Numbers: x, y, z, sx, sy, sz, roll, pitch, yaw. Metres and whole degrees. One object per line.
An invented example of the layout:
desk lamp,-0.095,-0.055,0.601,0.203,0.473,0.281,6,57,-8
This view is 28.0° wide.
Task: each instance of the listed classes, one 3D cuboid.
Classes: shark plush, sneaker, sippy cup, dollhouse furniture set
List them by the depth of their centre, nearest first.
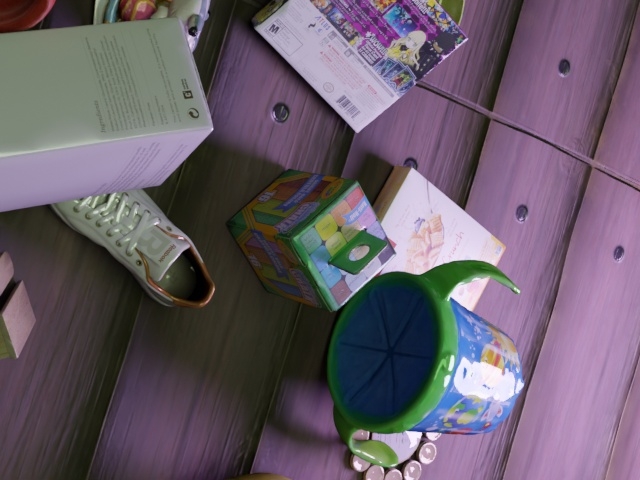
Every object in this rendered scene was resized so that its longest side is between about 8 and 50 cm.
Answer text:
dollhouse furniture set,-0.445,0.070,1.544,0.151,0.123,0.144,-13,107,3
sneaker,-0.234,-0.022,1.623,0.290,0.123,0.106,46,72,-29
shark plush,-0.161,-0.298,1.627,0.067,0.073,0.161,57,41,-57
sippy cup,0.167,0.183,1.869,0.224,0.305,0.240,20,55,-39

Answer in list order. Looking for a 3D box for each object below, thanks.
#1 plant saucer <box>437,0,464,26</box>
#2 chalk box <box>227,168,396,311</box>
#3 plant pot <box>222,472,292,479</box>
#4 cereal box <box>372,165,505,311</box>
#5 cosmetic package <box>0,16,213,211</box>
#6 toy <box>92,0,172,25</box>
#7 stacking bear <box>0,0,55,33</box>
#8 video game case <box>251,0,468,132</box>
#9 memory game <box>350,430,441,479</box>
plant saucer,0.108,-0.363,1.867,0.241,0.037,0.241,-6,101,-35
chalk box,0.000,0.000,1.734,0.132,0.213,0.132,-42,118,-24
plant pot,-0.038,0.437,1.768,0.239,0.254,0.254,-2,98,-51
cereal box,0.161,0.020,1.953,0.240,0.047,0.173,36,77,-34
cosmetic package,-0.333,-0.132,1.456,0.365,0.197,0.155,-10,77,-31
toy,-0.216,-0.297,1.634,0.137,0.056,0.237,1,96,-35
stacking bear,-0.328,-0.379,1.462,0.175,0.164,0.289,40,50,-16
video game case,0.056,-0.292,1.777,0.210,0.042,0.232,-40,123,12
memory game,0.116,0.297,1.985,0.186,0.012,0.186,-6,101,-34
